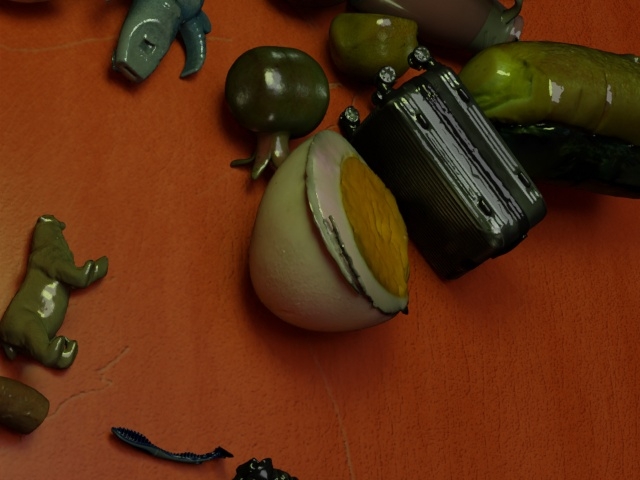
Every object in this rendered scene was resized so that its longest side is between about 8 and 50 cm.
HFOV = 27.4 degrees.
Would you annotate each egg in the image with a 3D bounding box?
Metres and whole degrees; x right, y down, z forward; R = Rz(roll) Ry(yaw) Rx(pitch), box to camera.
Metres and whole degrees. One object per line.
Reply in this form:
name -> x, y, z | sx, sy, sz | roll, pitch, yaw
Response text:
egg -> -0.003, -0.003, 1.758 | 0.264, 0.174, 0.286 | 54, 28, -31

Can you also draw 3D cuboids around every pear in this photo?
pear -> 0.080, -0.285, 1.969 | 0.141, 0.141, 0.104 | -1, 95, -30

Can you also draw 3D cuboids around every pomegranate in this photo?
pomegranate -> -0.063, -0.175, 1.843 | 0.152, 0.131, 0.191 | -1, 90, -36

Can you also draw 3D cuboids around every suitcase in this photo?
suitcase -> 0.170, -0.103, 1.888 | 0.128, 0.202, 0.312 | -34, 87, -27

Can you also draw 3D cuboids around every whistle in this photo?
whistle -> -0.219, -0.331, 1.840 | 0.180, 0.093, 0.269 | 44, 50, -36

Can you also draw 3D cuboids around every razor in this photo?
razor -> -0.184, 0.255, 1.611 | 0.154, 0.044, 0.028 | 15, 86, -21

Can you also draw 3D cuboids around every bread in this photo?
bread -> 0.378, -0.193, 2.001 | 0.376, 0.208, 0.251 | 3, 24, -35

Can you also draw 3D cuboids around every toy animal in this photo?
toy animal -> -0.328, 0.059, 1.597 | 0.101, 0.103, 0.219 | 14, 62, 4

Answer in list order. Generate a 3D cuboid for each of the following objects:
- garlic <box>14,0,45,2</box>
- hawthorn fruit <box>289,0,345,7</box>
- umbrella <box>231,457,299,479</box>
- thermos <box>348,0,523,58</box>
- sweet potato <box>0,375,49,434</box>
garlic -> -0.336, -0.444, 1.761 | 0.203, 0.185, 0.281 | 40, 49, 7
hawthorn fruit -> 0.010, -0.463, 1.993 | 0.199, 0.199, 0.251 | 46, 29, -3
umbrella -> 0.006, 0.352, 1.630 | 0.272, 0.122, 0.110 | 25, 100, -22
thermos -> 0.199, -0.377, 2.054 | 0.265, 0.176, 0.146 | 25, 58, -16
sweet potato -> -0.483, 0.150, 1.443 | 0.385, 0.109, 0.109 | 21, 58, -21
